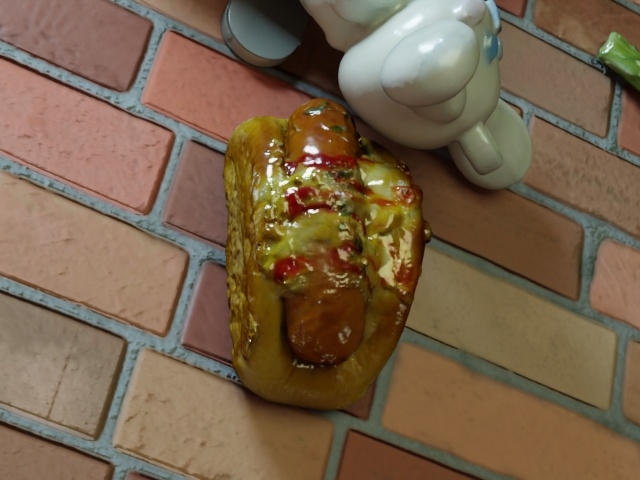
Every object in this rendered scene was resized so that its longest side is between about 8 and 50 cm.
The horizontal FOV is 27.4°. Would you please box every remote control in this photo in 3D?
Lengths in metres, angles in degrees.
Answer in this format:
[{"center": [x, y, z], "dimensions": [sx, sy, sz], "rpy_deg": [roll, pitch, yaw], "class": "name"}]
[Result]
[{"center": [-0.031, -0.266, 1.263], "dimensions": [0.077, 0.022, 0.245], "rpy_deg": [27, 58, -13], "class": "remote control"}]

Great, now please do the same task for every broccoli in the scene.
[{"center": [0.383, -0.150, 1.395], "dimensions": [0.204, 0.122, 0.118], "rpy_deg": [34, 40, 7], "class": "broccoli"}]

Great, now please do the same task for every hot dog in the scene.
[{"center": [0.000, 0.000, 1.076], "dimensions": [0.150, 0.153, 0.256], "rpy_deg": [7, 64, -25], "class": "hot dog"}]

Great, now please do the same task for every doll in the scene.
[{"center": [0.062, -0.218, 1.125], "dimensions": [0.187, 0.376, 0.365], "rpy_deg": [-29, 77, -8], "class": "doll"}]
